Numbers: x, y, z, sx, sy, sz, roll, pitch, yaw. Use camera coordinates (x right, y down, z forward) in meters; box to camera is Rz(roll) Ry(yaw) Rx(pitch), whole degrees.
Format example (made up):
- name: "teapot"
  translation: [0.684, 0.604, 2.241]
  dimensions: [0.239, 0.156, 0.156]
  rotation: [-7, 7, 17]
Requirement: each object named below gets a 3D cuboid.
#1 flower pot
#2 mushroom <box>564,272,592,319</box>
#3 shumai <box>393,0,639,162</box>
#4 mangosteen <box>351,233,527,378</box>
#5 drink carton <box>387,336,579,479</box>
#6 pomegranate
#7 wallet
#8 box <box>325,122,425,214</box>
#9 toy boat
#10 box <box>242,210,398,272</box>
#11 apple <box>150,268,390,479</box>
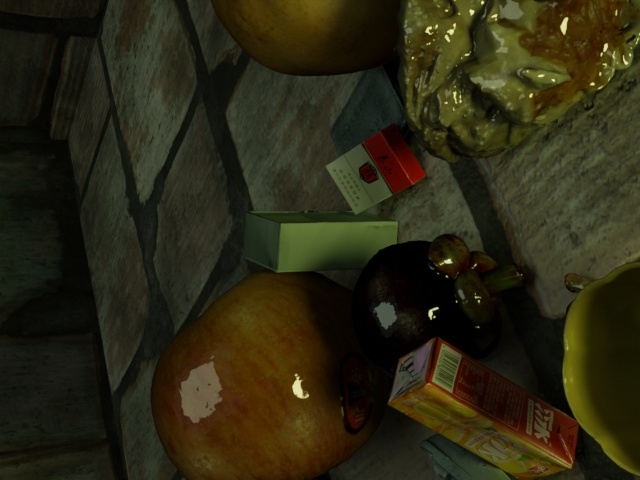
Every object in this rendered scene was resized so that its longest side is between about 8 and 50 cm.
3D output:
- name: "flower pot"
  translation: [0.360, 0.117, 0.753]
  dimensions: [0.195, 0.179, 0.195]
  rotation: [-2, 87, 61]
- name: "mushroom"
  translation: [0.320, 0.087, 0.932]
  dimensions: [0.129, 0.072, 0.088]
  rotation: [48, 161, 51]
- name: "shumai"
  translation: [0.254, -0.221, 0.974]
  dimensions: [0.262, 0.267, 0.314]
  rotation: [16, 137, 29]
- name: "mangosteen"
  translation: [0.166, 0.086, 1.095]
  dimensions: [0.249, 0.211, 0.212]
  rotation: [-24, 67, 26]
- name: "drink carton"
  translation: [0.203, 0.215, 0.992]
  dimensions: [0.096, 0.222, 0.071]
  rotation: [-45, 19, 52]
- name: "pomegranate"
  translation: [0.000, -0.446, 1.166]
  dimensions: [0.416, 0.416, 0.417]
  rotation: [3, 93, 60]
- name: "wallet"
  translation: [0.087, -0.197, 1.360]
  dimensions: [0.222, 0.036, 0.167]
  rotation: [-55, 46, 47]
- name: "box"
  translation: [0.088, -0.115, 1.301]
  dimensions: [0.100, 0.048, 0.152]
  rotation: [56, 143, -5]
- name: "toy boat"
  translation: [0.194, 0.330, 1.105]
  dimensions: [0.078, 0.085, 0.260]
  rotation: [47, 173, -13]
- name: "box"
  translation: [0.000, 0.000, 1.327]
  dimensions: [0.129, 0.225, 0.086]
  rotation: [19, 107, 58]
- name: "apple"
  translation: [-0.085, 0.222, 1.317]
  dimensions: [0.400, 0.400, 0.334]
  rotation: [-21, 90, 58]
